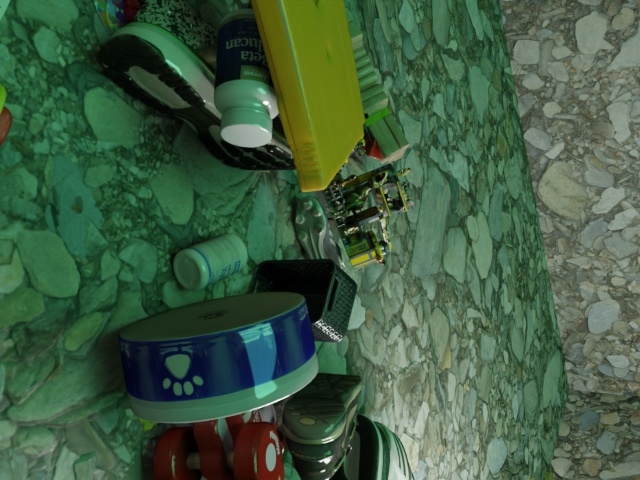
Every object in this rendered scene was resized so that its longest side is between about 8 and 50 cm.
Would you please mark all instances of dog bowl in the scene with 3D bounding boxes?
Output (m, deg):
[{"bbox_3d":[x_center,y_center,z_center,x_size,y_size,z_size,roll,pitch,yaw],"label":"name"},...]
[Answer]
[{"bbox_3d":[-0.140,0.152,0.806,0.264,0.264,0.104,-17,99,-54],"label":"dog bowl"}]

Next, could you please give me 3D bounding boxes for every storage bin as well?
[{"bbox_3d":[-0.038,0.106,1.028,0.084,0.180,0.122,44,53,-45],"label":"storage bin"}]

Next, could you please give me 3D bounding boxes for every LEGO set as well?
[{"bbox_3d":[0.097,-0.124,1.159,0.255,0.192,0.332,-104,172,-72],"label":"LEGO set"}]

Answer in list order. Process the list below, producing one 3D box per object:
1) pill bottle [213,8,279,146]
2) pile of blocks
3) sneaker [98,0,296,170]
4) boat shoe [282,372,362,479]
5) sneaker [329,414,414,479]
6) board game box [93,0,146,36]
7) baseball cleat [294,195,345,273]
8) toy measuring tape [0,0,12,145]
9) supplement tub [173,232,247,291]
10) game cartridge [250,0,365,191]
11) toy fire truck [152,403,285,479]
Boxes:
[{"bbox_3d":[-0.098,-0.220,0.793,0.094,0.094,0.170,23,63,-52],"label":"pill bottle"},{"bbox_3d":[0.074,-0.326,1.311,0.112,0.149,0.363,-28,106,-6],"label":"pile of blocks"},{"bbox_3d":[-0.139,-0.249,0.922,0.410,0.157,0.182,37,63,-49],"label":"sneaker"},{"bbox_3d":[0.001,0.335,1.067,0.355,0.132,0.131,-6,98,-77],"label":"boat shoe"},{"bbox_3d":[0.121,0.621,1.232,0.257,0.169,0.448,33,59,-47],"label":"sneaker"},{"bbox_3d":[-0.260,-0.360,0.869,0.133,0.033,0.169,55,47,-37],"label":"board game box"},{"bbox_3d":[0.000,0.000,1.205,0.109,0.072,0.206,-47,129,-65],"label":"baseball cleat"},{"bbox_3d":[-0.375,-0.195,0.624,0.121,0.121,0.331,38,57,-47],"label":"toy measuring tape"},{"bbox_3d":[-0.177,0.034,0.930,0.107,0.070,0.071,-27,109,-52],"label":"supplement tub"},{"bbox_3d":[-0.010,-0.272,0.845,0.285,0.052,0.324,-58,141,-58],"label":"game cartridge"},{"bbox_3d":[-0.117,0.353,0.937,0.254,0.169,0.303,-60,138,-64],"label":"toy fire truck"}]
